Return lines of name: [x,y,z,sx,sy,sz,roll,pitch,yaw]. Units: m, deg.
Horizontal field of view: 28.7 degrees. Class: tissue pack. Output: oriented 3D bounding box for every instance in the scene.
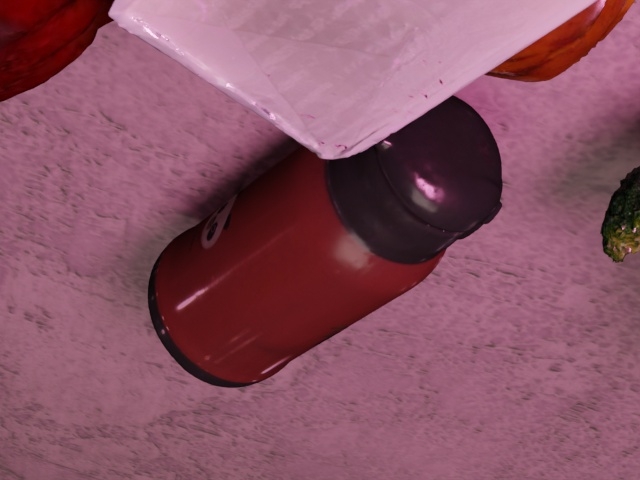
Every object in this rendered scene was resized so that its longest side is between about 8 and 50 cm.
tissue pack: [0.036,-0.198,0.515,0.146,0.263,0.198,31,144,-24]

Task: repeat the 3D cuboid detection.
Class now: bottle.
bottle: [0.000,0.000,0.949,0.144,0.144,0.336,28,145,-21]

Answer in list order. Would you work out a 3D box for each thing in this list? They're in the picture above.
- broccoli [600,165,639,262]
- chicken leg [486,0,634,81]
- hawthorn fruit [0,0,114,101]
broccoli: [0.325,0.029,0.784,0.269,0.269,0.254,22,177,-13]
chicken leg: [0.043,-0.143,0.774,0.304,0.093,0.113,0,157,28]
hawthorn fruit: [-0.216,-0.211,0.611,0.307,0.265,0.265,24,148,4]
